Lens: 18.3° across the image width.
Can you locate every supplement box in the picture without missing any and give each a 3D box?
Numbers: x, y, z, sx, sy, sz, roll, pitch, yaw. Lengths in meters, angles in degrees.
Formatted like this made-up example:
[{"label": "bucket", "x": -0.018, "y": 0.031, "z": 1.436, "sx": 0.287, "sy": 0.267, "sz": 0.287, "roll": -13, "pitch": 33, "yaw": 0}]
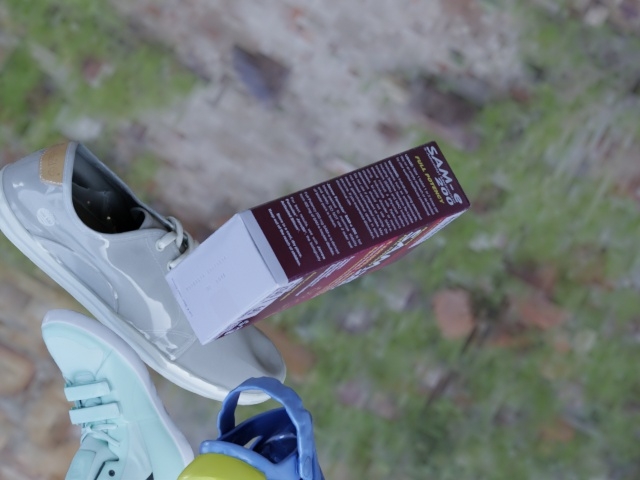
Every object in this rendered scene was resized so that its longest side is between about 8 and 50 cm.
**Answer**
[{"label": "supplement box", "x": 0.000, "y": 0.000, "z": 1.696, "sx": 0.130, "sy": 0.239, "sz": 0.073, "roll": -38, "pitch": 78, "yaw": 48}]

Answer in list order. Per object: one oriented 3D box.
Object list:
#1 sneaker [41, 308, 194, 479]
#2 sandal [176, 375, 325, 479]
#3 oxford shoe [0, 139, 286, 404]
[{"label": "sneaker", "x": -0.254, "y": 0.207, "z": 2.236, "sx": 0.094, "sy": 0.151, "sz": 0.256, "roll": -15, "pitch": 117, "yaw": 44}, {"label": "sandal", "x": -0.035, "y": 0.232, "z": 2.026, "sx": 0.126, "sy": 0.138, "sz": 0.317, "roll": 13, "pitch": 165, "yaw": 19}, {"label": "oxford shoe", "x": -0.193, "y": 0.042, "z": 2.376, "sx": 0.130, "sy": 0.169, "sz": 0.449, "roll": -36, "pitch": 117, "yaw": 25}]
